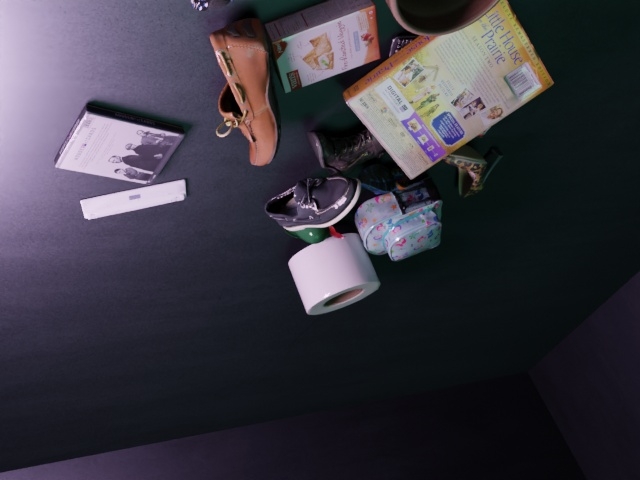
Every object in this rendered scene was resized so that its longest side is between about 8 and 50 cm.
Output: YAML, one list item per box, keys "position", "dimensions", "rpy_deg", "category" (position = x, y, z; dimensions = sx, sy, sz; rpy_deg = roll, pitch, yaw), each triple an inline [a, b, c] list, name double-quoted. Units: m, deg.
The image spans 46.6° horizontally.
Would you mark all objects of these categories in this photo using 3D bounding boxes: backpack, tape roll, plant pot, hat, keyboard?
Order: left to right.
- position: [-0.461, -0.103, 1.847]
  dimensions: [0.256, 0.014, 0.072]
  rpy_deg: [-14, 142, -16]
  category: "keyboard"
- position: [0.000, 0.000, 2.132]
  dimensions: [0.173, 0.183, 0.208]
  rpy_deg: [-28, 148, 8]
  category: "hat"
- position: [0.042, 0.104, 2.283]
  dimensions: [0.246, 0.169, 0.246]
  rpy_deg: [-21, 164, -6]
  category: "tape roll"
- position: [0.236, -0.053, 2.214]
  dimensions: [0.254, 0.191, 0.225]
  rpy_deg: [-15, 153, -2]
  category: "backpack"
- position: [0.206, -0.410, 1.773]
  dimensions: [0.108, 0.023, 0.180]
  rpy_deg: [-13, 139, -23]
  category: "keyboard"
- position: [0.208, -0.557, 1.381]
  dimensions: [0.263, 0.229, 0.263]
  rpy_deg: [-17, 149, -10]
  category: "plant pot"

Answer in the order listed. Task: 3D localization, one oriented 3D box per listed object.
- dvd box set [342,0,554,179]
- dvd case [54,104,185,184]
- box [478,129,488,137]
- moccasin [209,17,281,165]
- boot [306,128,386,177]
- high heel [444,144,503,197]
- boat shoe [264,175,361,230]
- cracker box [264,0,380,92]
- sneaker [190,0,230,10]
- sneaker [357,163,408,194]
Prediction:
- position: [0.307, -0.365, 1.771]
  dimensions: [0.420, 0.062, 0.308]
  rpy_deg: [-35, 129, 16]
  category: "dvd box set"
- position: [-0.451, -0.210, 1.673]
  dimensions: [0.239, 0.029, 0.179]
  rpy_deg: [9, 136, -41]
  category: "dvd case"
- position: [0.391, -0.340, 2.012]
  dimensions: [0.207, 0.036, 0.114]
  rpy_deg: [2, 141, -35]
  category: "box"
- position: [-0.167, -0.302, 1.615]
  dimensions: [0.147, 0.139, 0.380]
  rpy_deg: [-13, 150, -5]
  category: "moccasin"
- position: [0.099, -0.260, 1.906]
  dimensions: [0.229, 0.091, 0.263]
  rpy_deg: [-29, 159, 8]
  category: "boot"
- position: [0.414, -0.190, 2.192]
  dimensions: [0.261, 0.093, 0.186]
  rpy_deg: [-4, 139, -43]
  category: "high heel"
- position: [-0.032, -0.109, 1.945]
  dimensions: [0.113, 0.127, 0.340]
  rpy_deg: [27, 160, -29]
  category: "boat shoe"
- position: [0.007, -0.428, 1.602]
  dimensions: [0.232, 0.067, 0.155]
  rpy_deg: [-21, 148, -3]
  category: "cracker box"
- position: [-0.236, -0.480, 1.354]
  dimensions: [0.217, 0.079, 0.121]
  rpy_deg: [1, 140, -36]
  category: "sneaker"
- position: [0.164, -0.159, 2.068]
  dimensions: [0.087, 0.083, 0.221]
  rpy_deg: [-22, 168, 32]
  category: "sneaker"
